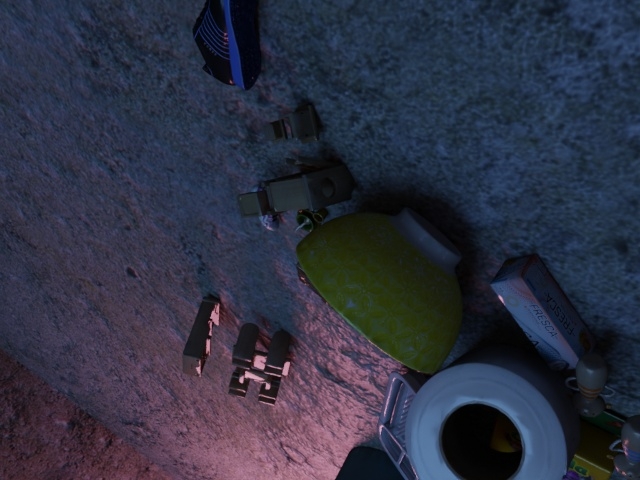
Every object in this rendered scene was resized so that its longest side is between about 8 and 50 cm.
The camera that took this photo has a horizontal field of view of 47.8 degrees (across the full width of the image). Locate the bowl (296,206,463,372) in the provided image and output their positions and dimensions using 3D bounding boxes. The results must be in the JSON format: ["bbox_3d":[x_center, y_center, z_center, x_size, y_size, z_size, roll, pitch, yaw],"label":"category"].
[{"bbox_3d":[0.121,0.044,1.097,0.289,0.289,0.156,40,103,2],"label":"bowl"}]

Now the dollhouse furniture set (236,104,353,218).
[{"bbox_3d":[-0.054,-0.130,1.192,0.182,0.101,0.160,-3,102,47],"label":"dollhouse furniture set"}]

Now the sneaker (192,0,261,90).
[{"bbox_3d":[-0.144,-0.321,1.044,0.091,0.081,0.232,22,143,15],"label":"sneaker"}]

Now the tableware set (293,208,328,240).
[{"bbox_3d":[0.000,0.000,1.312,0.104,0.024,0.154,21,141,27],"label":"tableware set"}]

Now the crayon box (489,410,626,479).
[{"bbox_3d":[0.408,0.385,1.290,0.202,0.081,0.318,24,142,25],"label":"crayon box"}]

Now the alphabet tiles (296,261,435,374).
[{"bbox_3d":[0.072,0.142,1.278,0.285,0.011,0.342,39,173,5],"label":"alphabet tiles"}]

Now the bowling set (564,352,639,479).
[{"bbox_3d":[0.469,0.287,0.983,0.287,0.199,0.154,10,138,23],"label":"bowling set"}]

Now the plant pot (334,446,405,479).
[{"bbox_3d":[0.130,0.695,1.771,0.293,0.235,0.293,26,143,22],"label":"plant pot"}]

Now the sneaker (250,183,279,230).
[{"bbox_3d":[-0.083,-0.057,1.316,0.069,0.038,0.098,7,133,41],"label":"sneaker"}]

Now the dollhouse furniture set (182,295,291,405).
[{"bbox_3d":[-0.186,0.253,1.718,0.242,0.161,0.212,14,143,1],"label":"dollhouse furniture set"}]

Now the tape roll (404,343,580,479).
[{"bbox_3d":[0.275,0.299,1.145,0.246,0.169,0.246,1,93,27],"label":"tape roll"}]

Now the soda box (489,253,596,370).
[{"bbox_3d":[0.333,0.109,1.076,0.183,0.058,0.063,52,144,-15],"label":"soda box"}]

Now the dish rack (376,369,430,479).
[{"bbox_3d":[0.231,0.419,1.439,0.285,0.072,0.332,52,156,32],"label":"dish rack"}]
